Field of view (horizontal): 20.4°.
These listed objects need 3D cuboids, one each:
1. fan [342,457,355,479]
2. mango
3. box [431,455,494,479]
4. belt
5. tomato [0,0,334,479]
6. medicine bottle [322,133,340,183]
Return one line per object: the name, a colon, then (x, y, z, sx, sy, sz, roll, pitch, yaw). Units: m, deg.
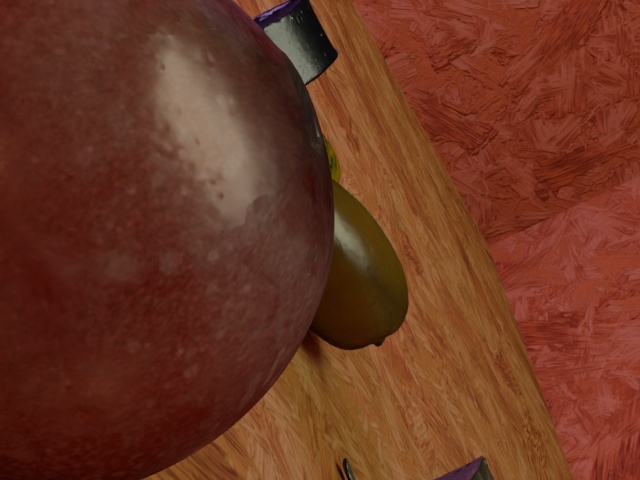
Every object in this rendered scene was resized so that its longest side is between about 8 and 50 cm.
fan: (0.062, 0.299, 1.600, 0.132, 0.009, 0.220, 28, 38, -79)
mango: (0.000, 0.000, 1.717, 0.156, 0.114, 0.251, -92, 157, -51)
box: (0.102, 0.306, 1.360, 0.231, 0.149, 0.155, 65, 8, 5)
belt: (-0.066, -0.160, 1.648, 0.078, 0.151, 0.198, 61, 32, -13)
tomato: (-0.110, -0.023, 0.819, 0.270, 0.227, 0.270, -22, 90, -81)
medicine bottle: (-0.063, -0.138, 1.846, 0.309, 0.076, 0.111, 54, 19, -51)
